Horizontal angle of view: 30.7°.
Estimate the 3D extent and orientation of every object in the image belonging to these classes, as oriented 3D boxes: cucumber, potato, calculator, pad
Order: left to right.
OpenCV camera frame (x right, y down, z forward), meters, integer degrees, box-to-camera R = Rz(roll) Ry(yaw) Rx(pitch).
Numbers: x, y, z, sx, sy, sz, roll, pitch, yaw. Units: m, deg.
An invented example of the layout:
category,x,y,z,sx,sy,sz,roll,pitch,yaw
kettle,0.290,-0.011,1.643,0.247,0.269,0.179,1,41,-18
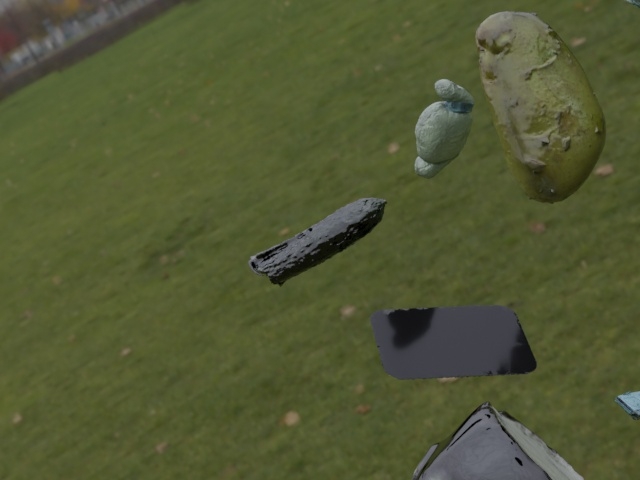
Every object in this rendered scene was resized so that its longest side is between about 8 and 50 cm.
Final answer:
category,x,y,z,sx,sy,sz,roll,pitch,yaw
cucumber,0.000,0.003,1.834,0.245,0.067,0.067,-29,13,22
pad,0.197,0.134,1.941,0.250,0.055,0.323,-1,19,-10
potato,0.206,-0.130,1.106,0.105,0.188,0.085,-27,6,-14
calculator,0.504,0.220,1.645,0.172,0.018,0.057,-10,25,-16

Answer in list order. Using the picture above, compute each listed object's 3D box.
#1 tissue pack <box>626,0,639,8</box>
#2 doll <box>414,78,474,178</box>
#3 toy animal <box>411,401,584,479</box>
category,x,y,z,sx,sy,sz,roll,pitch,yaw
tissue pack,0.664,-0.568,1.930,0.405,0.205,0.332,-60,-15,11
doll,0.212,-0.189,2.006,0.104,0.214,0.071,-11,48,-16
toy animal,0.191,0.388,1.465,0.310,0.251,0.251,-50,13,7
